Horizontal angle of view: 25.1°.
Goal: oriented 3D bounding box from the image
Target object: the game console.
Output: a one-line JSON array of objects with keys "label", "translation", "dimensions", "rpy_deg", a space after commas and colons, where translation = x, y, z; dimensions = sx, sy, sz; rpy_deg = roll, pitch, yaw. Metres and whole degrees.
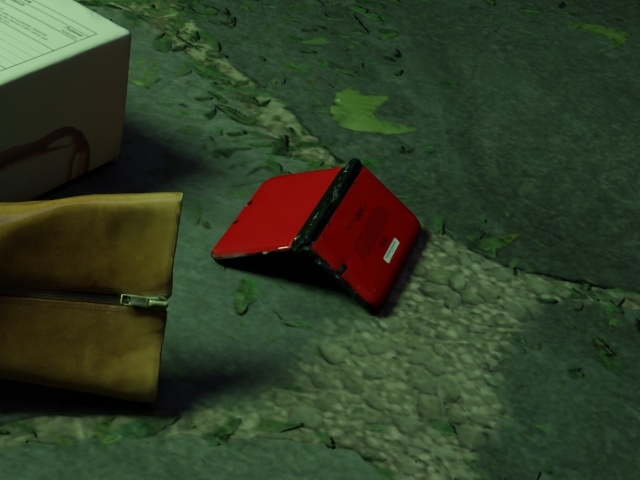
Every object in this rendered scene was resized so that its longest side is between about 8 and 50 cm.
[{"label": "game console", "translation": [0.000, 0.000, 1.187], "dimensions": [0.124, 0.085, 0.144], "rpy_deg": [44, 35, -8]}]

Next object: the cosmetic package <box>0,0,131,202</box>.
[{"label": "cosmetic package", "translation": [-0.305, -0.097, 1.131], "dimensions": [0.153, 0.129, 0.296], "rpy_deg": [28, 37, 26]}]

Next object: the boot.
[{"label": "boot", "translation": [-0.227, -0.027, 0.939], "dimensions": [0.280, 0.264, 0.096], "rpy_deg": [3, -2, -15]}]
